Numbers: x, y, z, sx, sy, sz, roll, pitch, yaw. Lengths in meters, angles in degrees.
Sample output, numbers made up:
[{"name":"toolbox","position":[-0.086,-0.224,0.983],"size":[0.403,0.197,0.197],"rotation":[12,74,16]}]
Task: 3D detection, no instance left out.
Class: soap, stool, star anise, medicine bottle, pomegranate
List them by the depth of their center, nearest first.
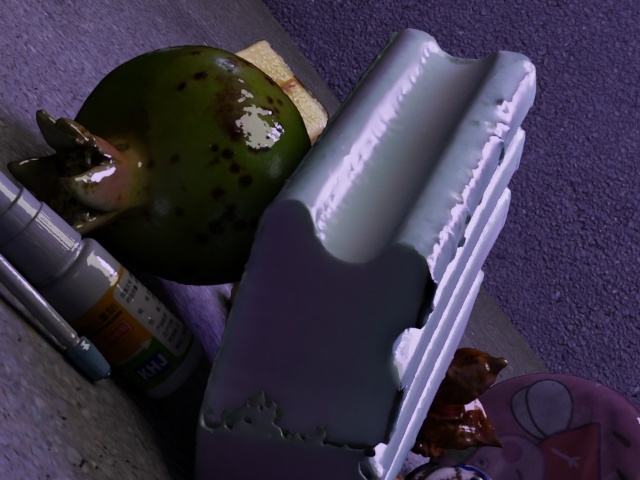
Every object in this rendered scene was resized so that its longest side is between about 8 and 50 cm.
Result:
[{"name":"medicine bottle","position":[-0.185,0.039,0.984],"size":[0.221,0.061,0.092],"rotation":[47,31,-22]},{"name":"soap","position":[0.048,0.029,1.118],"size":[0.156,0.261,0.446],"rotation":[17,37,11]},{"name":"pomegranate","position":[-0.149,-0.073,1.156],"size":[0.285,0.231,0.231],"rotation":[7,39,-36]},{"name":"star anise","position":[0.095,0.144,1.339],"size":[0.212,0.111,0.196],"rotation":[24,-21,22]},{"name":"stool","position":[0.265,0.305,1.506],"size":[0.272,0.272,0.178],"rotation":[60,-2,39]}]

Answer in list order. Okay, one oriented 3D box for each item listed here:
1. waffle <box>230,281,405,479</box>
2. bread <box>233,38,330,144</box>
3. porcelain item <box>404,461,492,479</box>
[{"name":"waffle","position":[-0.007,0.153,1.339],"size":[0.168,0.057,0.274],"rotation":[44,13,-34]},{"name":"bread","position":[-0.140,-0.146,1.815],"size":[0.168,0.163,0.264],"rotation":[53,42,3]},{"name":"porcelain item","position":[0.176,0.351,1.298],"size":[0.288,0.138,0.186],"rotation":[52,-1,26]}]
